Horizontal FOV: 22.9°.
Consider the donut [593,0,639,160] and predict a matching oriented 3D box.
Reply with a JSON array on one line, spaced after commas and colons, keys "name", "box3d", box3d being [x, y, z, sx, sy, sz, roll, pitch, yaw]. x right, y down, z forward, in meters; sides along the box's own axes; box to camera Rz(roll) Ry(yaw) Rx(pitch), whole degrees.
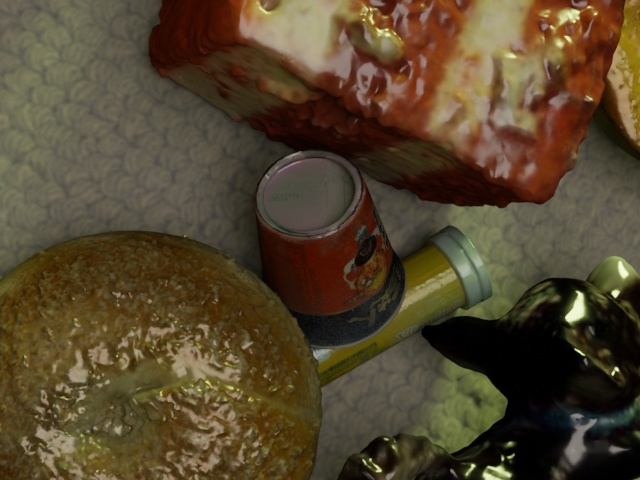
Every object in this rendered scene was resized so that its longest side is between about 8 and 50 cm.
[{"name": "donut", "box3d": [0.345, -0.197, 1.415, 0.303, 0.110, 0.302, -1, 93, -16]}]

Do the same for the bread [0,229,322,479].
[{"name": "bread", "box3d": [-0.149, 0.133, 1.209, 0.306, 0.159, 0.305, 0, 89, 0]}]

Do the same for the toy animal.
[{"name": "toy animal", "box3d": [0.169, 0.159, 1.284, 0.303, 0.194, 0.344, 39, 74, -36]}]

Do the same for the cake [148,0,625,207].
[{"name": "cake", "box3d": [0.057, -0.194, 1.241, 0.320, 0.270, 0.269, 21, 84, -15]}]

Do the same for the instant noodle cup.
[{"name": "instant noodle cup", "box3d": [0.002, 0.001, 1.268, 0.127, 0.135, 0.127, -5, 53, 7]}]

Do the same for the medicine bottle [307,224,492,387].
[{"name": "medicine bottle", "box3d": [0.037, 0.068, 1.340, 0.218, 0.074, 0.074, -28, 99, -13]}]
